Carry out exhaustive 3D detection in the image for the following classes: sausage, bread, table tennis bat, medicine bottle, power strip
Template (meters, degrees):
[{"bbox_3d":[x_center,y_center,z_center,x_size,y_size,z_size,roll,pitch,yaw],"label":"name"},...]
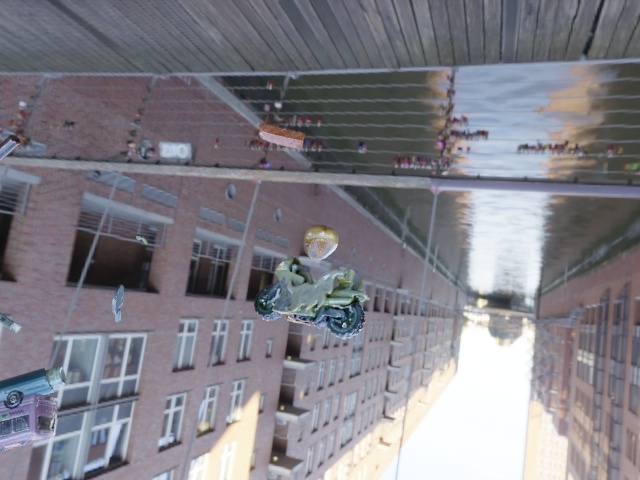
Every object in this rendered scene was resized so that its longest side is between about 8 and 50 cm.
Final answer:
[{"bbox_3d":[-0.141,-0.367,1.681,0.169,0.065,0.065,13,173,-5],"label":"sausage"},{"bbox_3d":[0.000,0.000,1.641,0.114,0.077,0.189,12,154,-8],"label":"bread"},{"bbox_3d":[-0.750,0.235,1.785,0.019,0.155,0.100,10,-152,-7],"label":"table tennis bat"},{"bbox_3d":[-0.948,0.476,1.516,0.258,0.079,0.124,-16,-148,-18],"label":"medicine bottle"},{"bbox_3d":[-0.798,0.182,1.186,0.136,0.019,0.051,30,157,9],"label":"power strip"}]

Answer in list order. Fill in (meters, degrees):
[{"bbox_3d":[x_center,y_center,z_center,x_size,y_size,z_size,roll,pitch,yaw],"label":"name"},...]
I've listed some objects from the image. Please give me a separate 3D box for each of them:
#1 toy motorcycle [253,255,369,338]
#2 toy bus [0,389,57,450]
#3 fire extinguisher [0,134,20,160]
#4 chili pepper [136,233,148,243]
[{"bbox_3d":[-0.028,0.179,1.583,0.410,0.237,0.169,9,161,30],"label":"toy motorcycle"},{"bbox_3d":[-0.666,0.387,1.006,0.199,0.108,0.096,-15,155,-2],"label":"toy bus"},{"bbox_3d":[-0.682,-0.191,1.008,0.100,0.032,0.046,-34,147,11],"label":"fire extinguisher"},{"bbox_3d":[-0.690,-0.009,1.859,0.022,0.027,0.083,-2,162,6],"label":"chili pepper"}]
